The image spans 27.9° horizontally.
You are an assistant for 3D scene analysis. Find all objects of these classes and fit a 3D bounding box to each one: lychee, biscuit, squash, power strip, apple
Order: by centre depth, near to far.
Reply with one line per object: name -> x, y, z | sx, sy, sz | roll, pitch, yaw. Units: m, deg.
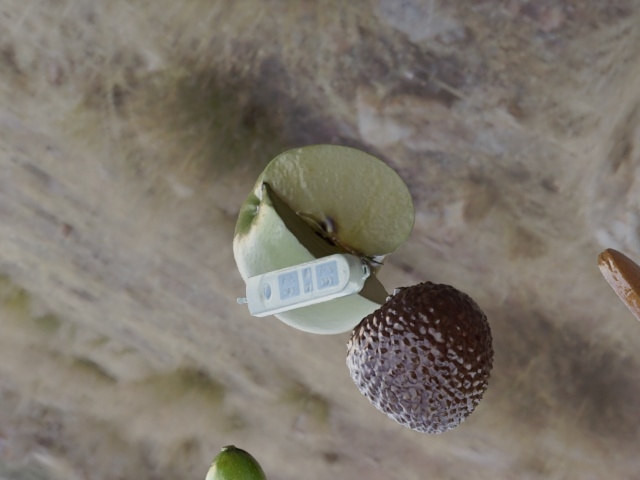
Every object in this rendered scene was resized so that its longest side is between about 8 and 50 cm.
power strip -> -0.024, 0.050, 1.431 | 0.191, 0.048, 0.030 | -16, 165, 39
squash -> -0.099, 0.339, 1.533 | 0.095, 0.188, 0.095 | -1, -178, 0
lychee -> 0.129, 0.139, 1.599 | 0.194, 0.194, 0.194 | 29, 169, 6
biscuit -> 0.475, 0.082, 1.796 | 0.192, 0.036, 0.186 | 2, -134, -56
apple -> -0.008, 0.004, 2.047 | 0.257, 0.295, 0.233 | 28, 142, -15
